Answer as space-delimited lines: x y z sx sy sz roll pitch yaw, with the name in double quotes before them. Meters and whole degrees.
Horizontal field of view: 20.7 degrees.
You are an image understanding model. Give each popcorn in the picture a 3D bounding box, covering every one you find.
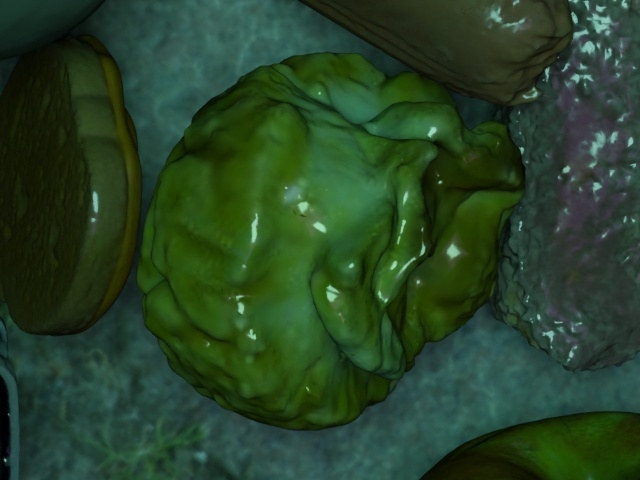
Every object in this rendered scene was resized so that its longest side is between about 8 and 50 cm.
"popcorn" 0.000 0.000 0.952 0.183 0.221 0.204 21 129 26

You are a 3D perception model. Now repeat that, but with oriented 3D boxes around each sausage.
"sausage" 0.008 -0.166 0.947 0.289 0.086 0.086 32 94 18

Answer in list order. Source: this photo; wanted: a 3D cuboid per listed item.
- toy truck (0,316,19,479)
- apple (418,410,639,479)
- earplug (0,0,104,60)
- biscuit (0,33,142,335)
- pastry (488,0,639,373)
"toy truck" -0.342 0.099 0.948 0.363 0.178 0.177 3 106 -5
"apple" 0.153 0.221 0.972 0.246 0.246 0.226 -6 107 -4
"earplug" -0.223 -0.277 0.847 0.312 0.312 0.394 -5 97 -4
"biscuit" -0.140 -0.023 0.972 0.050 0.170 0.170 5 97 -30
"pastry" 0.146 -0.061 1.009 0.102 0.112 0.265 0 108 -16
